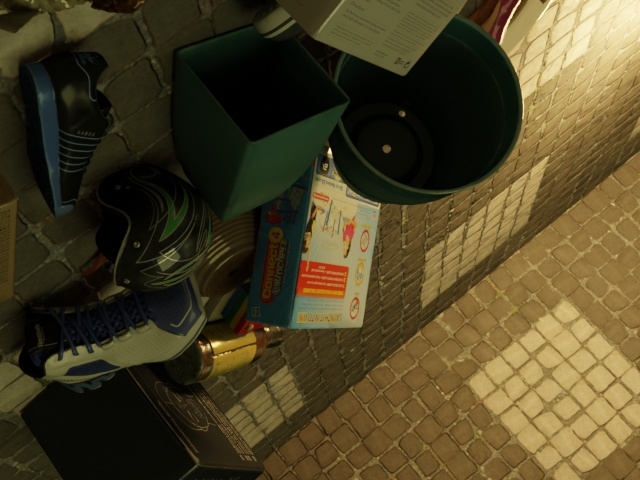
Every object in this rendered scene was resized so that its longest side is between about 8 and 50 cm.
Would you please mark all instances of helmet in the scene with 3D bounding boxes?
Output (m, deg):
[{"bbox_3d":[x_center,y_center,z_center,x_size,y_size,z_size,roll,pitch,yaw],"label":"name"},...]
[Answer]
[{"bbox_3d":[-0.232,-0.011,1.165,0.169,0.161,0.169,-35,158,-17],"label":"helmet"}]

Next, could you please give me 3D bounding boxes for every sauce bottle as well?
[{"bbox_3d":[-0.186,0.218,1.752,0.111,0.111,0.344,-50,160,21],"label":"sauce bottle"}]

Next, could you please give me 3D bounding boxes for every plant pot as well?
[{"bbox_3d":[-0.103,-0.145,1.149,0.165,0.165,0.234,-28,160,-32],"label":"plant pot"},{"bbox_3d":[0.130,-0.172,1.267,0.272,0.271,0.255,-36,177,-14],"label":"plant pot"},{"bbox_3d":[-0.175,0.016,1.392,0.237,0.109,0.237,-36,157,-18],"label":"plant pot"}]

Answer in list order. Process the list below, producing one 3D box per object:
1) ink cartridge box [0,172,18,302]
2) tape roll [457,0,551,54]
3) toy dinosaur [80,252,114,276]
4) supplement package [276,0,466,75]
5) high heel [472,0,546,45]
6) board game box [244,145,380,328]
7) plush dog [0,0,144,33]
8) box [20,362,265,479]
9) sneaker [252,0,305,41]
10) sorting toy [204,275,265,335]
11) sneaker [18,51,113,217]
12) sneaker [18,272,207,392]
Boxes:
[{"bbox_3d":[-0.466,0.024,0.932,0.235,0.088,0.193,-26,155,-37],"label":"ink cartridge box"},{"bbox_3d":[0.264,-0.403,1.396,0.392,0.072,0.392,-35,158,-16],"label":"tape roll"},{"bbox_3d":[-0.310,0.015,1.256,0.090,0.047,0.082,-13,128,-34],"label":"toy dinosaur"},{"bbox_3d":[0.063,-0.340,0.828,0.262,0.198,0.199,-49,157,21],"label":"supplement package"},{"bbox_3d":[0.256,-0.359,1.303,0.117,0.082,0.244,29,127,-35],"label":"high heel"},{"bbox_3d":[0.000,0.000,1.472,0.308,0.086,0.301,13,86,-64],"label":"board game box"},{"bbox_3d":[-0.218,-0.301,0.644,0.262,0.211,0.225,-29,129,-35],"label":"plush dog"},{"bbox_3d":[-0.321,0.390,1.604,0.212,0.293,0.395,-42,158,-1],"label":"box"},{"bbox_3d":[0.069,-0.329,1.076,0.321,0.127,0.126,-38,-156,-10],"label":"sneaker"},{"bbox_3d":[-0.074,0.071,1.697,0.257,0.089,0.255,-13,144,-51],"label":"sorting toy"},{"bbox_3d":[-0.288,-0.119,0.975,0.091,0.081,0.232,-21,150,-27],"label":"sneaker"},{"bbox_3d":[-0.339,0.144,1.271,0.316,0.127,0.182,-29,160,19],"label":"sneaker"}]
